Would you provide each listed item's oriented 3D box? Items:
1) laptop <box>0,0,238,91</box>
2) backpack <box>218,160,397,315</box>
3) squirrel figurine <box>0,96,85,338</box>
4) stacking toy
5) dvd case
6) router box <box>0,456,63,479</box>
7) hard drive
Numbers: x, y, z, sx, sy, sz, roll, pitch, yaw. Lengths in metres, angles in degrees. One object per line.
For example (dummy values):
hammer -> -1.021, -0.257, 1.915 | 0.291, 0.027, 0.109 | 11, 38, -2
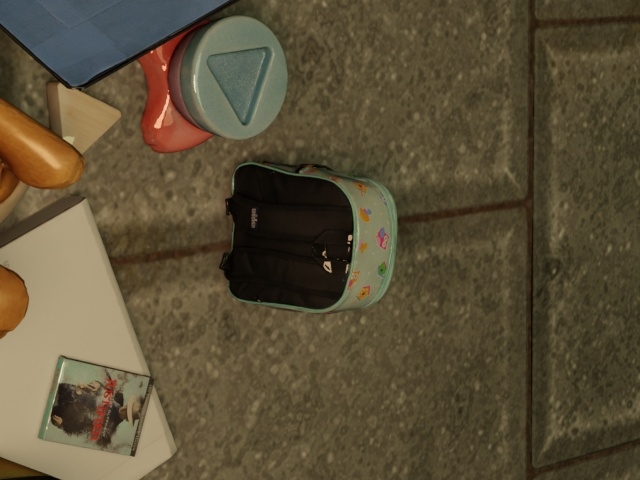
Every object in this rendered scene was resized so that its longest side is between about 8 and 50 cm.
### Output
laptop -> -0.213, -0.411, 1.660 | 0.382, 0.236, 0.408 | -34, 118, -29
backpack -> 0.000, 0.000, 1.957 | 0.144, 0.188, 0.166 | 4, 93, -42
squirrel figurine -> -0.442, -0.012, 1.552 | 0.397, 0.281, 0.370 | 34, 88, -16
stacking toy -> -0.160, -0.226, 1.821 | 0.279, 0.130, 0.309 | -26, 113, -37
dvd case -> -0.230, 0.172, 1.841 | 0.119, 0.013, 0.087 | 19, 84, -43
router box -> -0.400, 0.246, 1.601 | 0.308, 0.243, 0.081 | 2, 95, -43
hard drive -> -0.275, 0.135, 1.832 | 0.203, 0.040, 0.308 | -33, 117, -34
